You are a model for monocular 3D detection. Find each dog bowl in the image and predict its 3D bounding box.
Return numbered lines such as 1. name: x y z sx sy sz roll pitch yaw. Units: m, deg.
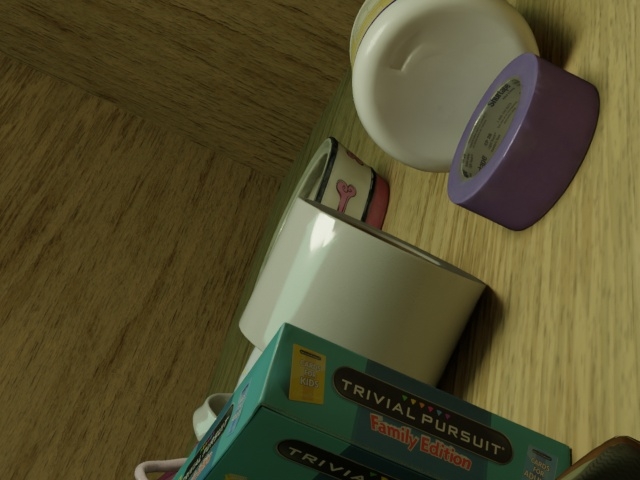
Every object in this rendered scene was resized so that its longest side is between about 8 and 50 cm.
1. dog bowl: 0.000 0.000 1.679 0.408 0.150 0.408 -156 90 -81

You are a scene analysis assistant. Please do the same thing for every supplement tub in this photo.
1. supplement tub: 0.162 -0.256 1.148 0.241 0.241 0.331 -62 11 22

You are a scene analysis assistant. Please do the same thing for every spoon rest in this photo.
1. spoon rest: -0.149 0.331 1.525 0.137 0.084 0.276 -46 -26 10

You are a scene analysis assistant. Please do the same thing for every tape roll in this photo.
1. tape roll: 0.226 -0.112 0.927 0.189 0.080 0.189 -156 90 -81
2. tape roll: 0.047 0.073 0.951 0.169 0.246 0.246 -64 10 4

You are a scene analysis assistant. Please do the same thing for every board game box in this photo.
1. board game box: 0.013 0.233 0.716 0.336 0.254 0.079 -56 13 45

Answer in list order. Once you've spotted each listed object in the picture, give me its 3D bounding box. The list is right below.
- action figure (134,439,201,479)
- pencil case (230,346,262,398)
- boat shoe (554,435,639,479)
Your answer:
1. action figure: -0.164 0.361 1.266 0.370 0.248 0.275 -31 -45 -46
2. pencil case: -0.048 0.187 1.109 0.124 0.113 0.273 81 -149 -64
3. boat shoe: 0.118 0.261 0.493 0.324 0.123 0.120 -62 -4 7
